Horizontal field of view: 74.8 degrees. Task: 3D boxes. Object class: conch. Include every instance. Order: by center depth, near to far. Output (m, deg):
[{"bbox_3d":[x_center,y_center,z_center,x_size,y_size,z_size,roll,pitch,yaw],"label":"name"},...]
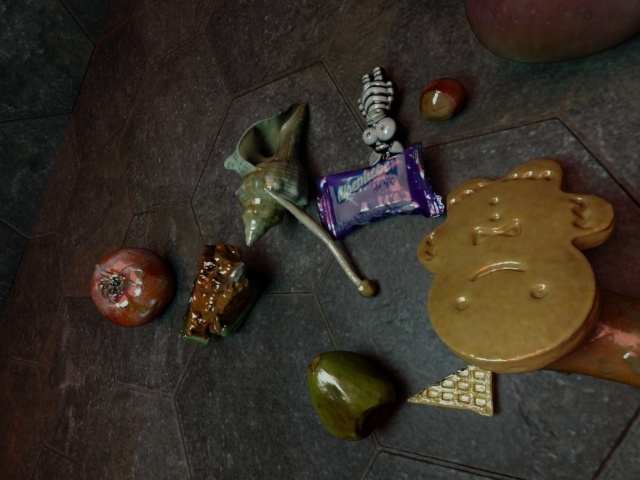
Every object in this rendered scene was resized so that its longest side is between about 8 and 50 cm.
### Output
[{"bbox_3d":[-0.119,-0.160,0.972,0.169,0.203,0.385,130,154,-49],"label":"conch"}]

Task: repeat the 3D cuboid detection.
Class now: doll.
[{"bbox_3d":[0.123,-0.252,0.857,0.091,0.067,0.219,-19,72,38],"label":"doll"}]

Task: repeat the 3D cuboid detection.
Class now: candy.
[{"bbox_3d":[0.103,-0.089,0.830,0.276,0.070,0.145,-14,83,38],"label":"candy"}]

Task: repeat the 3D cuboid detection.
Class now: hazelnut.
[{"bbox_3d":[0.225,-0.265,0.777,0.086,0.086,0.085,-8,76,37],"label":"hazelnut"}]

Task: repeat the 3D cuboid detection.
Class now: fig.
[{"bbox_3d":[0.046,0.274,0.767,0.144,0.154,0.165,-43,91,-20],"label":"fig"}]

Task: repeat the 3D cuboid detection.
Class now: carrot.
[{"bbox_3d":[0.359,0.119,0.562,0.302,0.139,0.138,2,82,37],"label":"carrot"}]

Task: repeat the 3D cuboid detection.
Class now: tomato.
[{"bbox_3d":[-0.541,0.131,1.225,0.233,0.188,0.231,-1,78,5],"label":"tomato"}]

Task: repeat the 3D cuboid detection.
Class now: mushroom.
[{"bbox_3d":[0.002,-0.002,0.855,0.043,0.068,0.306,-43,82,-4],"label":"mushroom"}]

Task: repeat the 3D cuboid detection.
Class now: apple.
[{"bbox_3d":[0.361,-0.396,0.592,0.306,0.235,0.304,-6,80,35],"label":"apple"}]

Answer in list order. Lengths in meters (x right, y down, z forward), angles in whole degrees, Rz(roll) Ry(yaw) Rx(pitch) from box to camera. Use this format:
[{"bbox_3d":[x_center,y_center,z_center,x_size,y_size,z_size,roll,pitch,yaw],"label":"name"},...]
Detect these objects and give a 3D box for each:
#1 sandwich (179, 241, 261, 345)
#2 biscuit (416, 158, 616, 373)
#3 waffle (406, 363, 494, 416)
[{"bbox_3d":[-0.222,0.114,0.997,0.301,0.162,0.250,141,139,-61],"label":"sandwich"},{"bbox_3d":[0.261,0.016,0.600,0.276,0.052,0.354,-13,41,38],"label":"biscuit"},{"bbox_3d":[0.219,0.238,0.715,0.153,0.023,0.097,-7,76,38],"label":"waffle"}]
